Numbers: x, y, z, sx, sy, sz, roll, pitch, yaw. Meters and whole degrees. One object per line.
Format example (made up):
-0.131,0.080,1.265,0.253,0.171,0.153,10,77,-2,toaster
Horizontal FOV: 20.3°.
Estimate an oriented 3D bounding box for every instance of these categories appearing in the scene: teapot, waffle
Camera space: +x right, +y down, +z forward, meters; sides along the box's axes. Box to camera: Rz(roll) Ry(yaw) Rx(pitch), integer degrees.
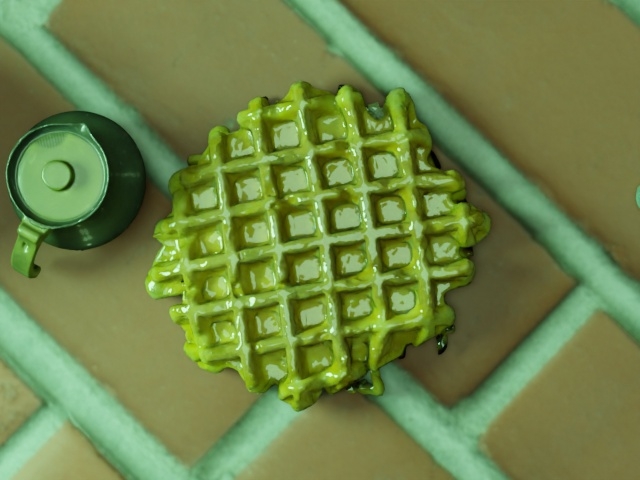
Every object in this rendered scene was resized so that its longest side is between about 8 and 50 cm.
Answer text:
-0.237,-0.041,1.648,0.130,0.119,0.165,29,91,6,teapot
-0.008,0.008,1.656,0.329,0.062,0.329,0,88,4,waffle

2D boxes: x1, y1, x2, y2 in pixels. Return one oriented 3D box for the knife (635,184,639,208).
0.362,-0.008,1.642,0.162,0.023,0.044,34,87,6,knife
